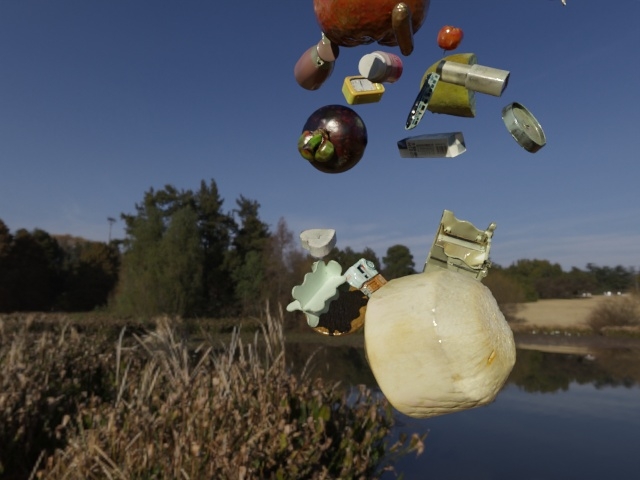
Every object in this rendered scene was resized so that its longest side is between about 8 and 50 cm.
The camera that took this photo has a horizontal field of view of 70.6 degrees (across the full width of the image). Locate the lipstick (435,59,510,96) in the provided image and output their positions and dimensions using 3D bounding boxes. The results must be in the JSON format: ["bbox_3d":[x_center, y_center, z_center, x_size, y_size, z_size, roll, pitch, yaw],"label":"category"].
[{"bbox_3d":[0.551,-0.598,1.656,0.253,0.079,0.077,23,-31,23],"label":"lipstick"}]

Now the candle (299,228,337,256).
[{"bbox_3d":[0.000,0.000,2.115,0.169,0.068,0.192,-21,32,-20],"label":"candle"}]

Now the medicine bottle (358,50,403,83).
[{"bbox_3d":[0.275,-0.793,2.080,0.147,0.147,0.247,-3,12,32],"label":"medicine bottle"}]

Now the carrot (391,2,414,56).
[{"bbox_3d":[0.249,-0.627,1.359,0.060,0.060,0.186,0,-23,17],"label":"carrot"}]

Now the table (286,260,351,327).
[{"bbox_3d":[-0.013,0.184,1.567,0.167,0.166,0.198,-5,30,41],"label":"table"}]

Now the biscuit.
[{"bbox_3d":[0.067,0.273,1.772,0.262,0.262,0.037,0,-50,12],"label":"biscuit"}]

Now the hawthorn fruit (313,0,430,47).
[{"bbox_3d":[0.179,-0.857,1.524,0.403,0.402,0.403,2,-8,0],"label":"hawthorn fruit"}]

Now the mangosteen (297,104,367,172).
[{"bbox_3d":[0.039,-0.452,1.999,0.306,0.305,0.360,-5,-3,43],"label":"mangosteen"}]

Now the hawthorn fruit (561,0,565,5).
[{"bbox_3d":[0.706,-0.796,1.311,0.211,0.298,0.211,15,-19,5],"label":"hawthorn fruit"}]

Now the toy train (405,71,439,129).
[{"bbox_3d":[0.354,-0.482,1.585,0.047,0.207,0.043,21,9,-17],"label":"toy train"}]

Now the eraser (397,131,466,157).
[{"bbox_3d":[0.521,-0.452,2.169,0.096,0.098,0.404,-25,18,-17],"label":"eraser"}]

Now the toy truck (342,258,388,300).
[{"bbox_3d":[0.220,0.231,1.912,0.162,0.305,0.136,-20,-28,-53],"label":"toy truck"}]

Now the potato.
[{"bbox_3d":[0.605,-0.775,2.211,0.280,0.330,0.213,1,-12,33],"label":"potato"}]

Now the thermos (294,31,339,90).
[{"bbox_3d":[0.001,-0.731,1.827,0.146,0.176,0.265,32,-11,-14],"label":"thermos"}]

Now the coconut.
[{"bbox_3d":[0.293,0.277,1.235,0.416,0.415,0.345,-4,8,38],"label":"coconut"}]

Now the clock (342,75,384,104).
[{"bbox_3d":[0.232,-0.821,2.462,0.202,0.143,0.096,-13,-23,-19],"label":"clock"}]

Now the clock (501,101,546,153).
[{"bbox_3d":[1.000,-0.558,2.219,0.281,0.280,0.055,8,-30,-36],"label":"clock"}]

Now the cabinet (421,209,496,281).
[{"bbox_3d":[0.541,0.096,1.810,0.228,0.317,0.290,19,39,13],"label":"cabinet"}]

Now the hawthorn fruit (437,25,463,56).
[{"bbox_3d":[0.637,-0.990,2.227,0.125,0.140,0.125,18,-1,0],"label":"hawthorn fruit"}]
